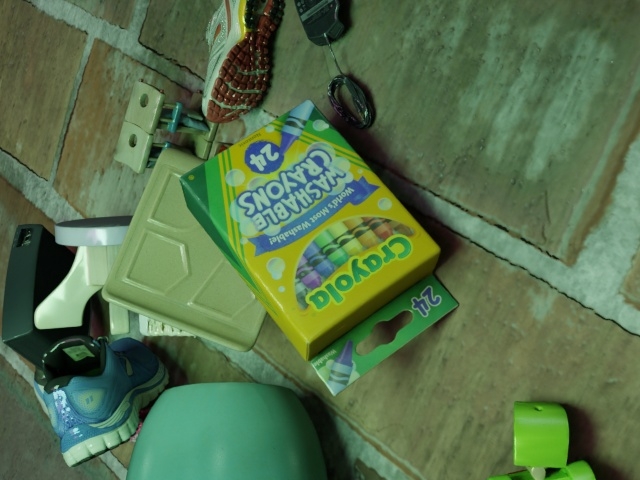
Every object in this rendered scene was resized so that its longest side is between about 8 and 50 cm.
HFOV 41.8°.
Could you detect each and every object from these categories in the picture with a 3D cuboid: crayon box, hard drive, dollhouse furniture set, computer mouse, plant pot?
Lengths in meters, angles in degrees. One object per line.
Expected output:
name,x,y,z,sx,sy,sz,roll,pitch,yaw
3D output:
crayon box,0.000,0.000,1.042,0.323,0.203,0.083,51,163,19
hard drive,-0.448,0.099,1.396,0.054,0.172,0.254,-24,45,12
dollhouse furniture set,-0.187,-0.145,1.248,0.184,0.129,0.128,29,108,35
computer mouse,0.023,-0.264,1.146,0.071,0.041,0.242,-22,84,37
plant pot,-0.125,0.318,1.121,0.293,0.293,0.235,-17,66,37

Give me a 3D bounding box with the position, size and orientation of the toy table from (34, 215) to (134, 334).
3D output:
toy table,-0.312,0.047,1.297,0.252,0.274,0.160,-3,94,-1

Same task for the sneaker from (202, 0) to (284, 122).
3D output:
sneaker,-0.124,-0.278,1.227,0.093,0.088,0.225,13,83,44

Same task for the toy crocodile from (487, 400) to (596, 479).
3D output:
toy crocodile,0.259,0.348,0.927,0.115,0.105,0.340,-12,88,2

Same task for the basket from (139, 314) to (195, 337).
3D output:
basket,-0.170,0.079,1.220,0.103,0.167,0.113,0,91,32

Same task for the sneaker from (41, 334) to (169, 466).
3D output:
sneaker,-0.313,0.190,1.213,0.130,0.330,0.147,-24,99,1

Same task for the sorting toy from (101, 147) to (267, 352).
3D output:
sorting toy,-0.106,0.028,1.119,0.307,0.041,0.229,21,76,-1

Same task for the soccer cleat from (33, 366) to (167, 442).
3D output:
soccer cleat,-0.352,0.290,1.414,0.331,0.116,0.143,14,121,35
